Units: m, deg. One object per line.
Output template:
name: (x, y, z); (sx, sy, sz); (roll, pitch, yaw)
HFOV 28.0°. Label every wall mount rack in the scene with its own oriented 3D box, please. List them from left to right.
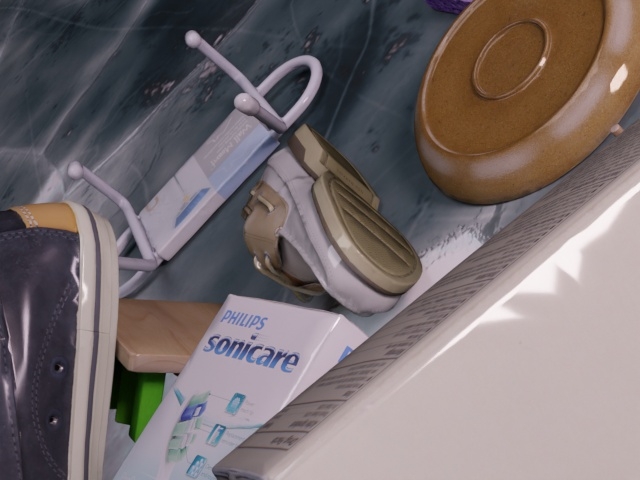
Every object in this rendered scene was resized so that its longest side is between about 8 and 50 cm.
wall mount rack: (-0.143, -0.077, 1.317); (0.350, 0.130, 0.304); (-47, 29, 6)

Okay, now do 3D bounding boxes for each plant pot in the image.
plant pot: (0.161, -0.140, 1.034); (0.236, 0.032, 0.236); (-31, 42, 32)

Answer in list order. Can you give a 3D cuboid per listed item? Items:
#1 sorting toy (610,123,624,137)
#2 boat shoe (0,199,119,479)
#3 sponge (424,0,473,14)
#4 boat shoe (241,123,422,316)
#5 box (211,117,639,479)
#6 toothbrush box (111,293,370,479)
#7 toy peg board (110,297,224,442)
sorting toy: (0.238, -0.051, 0.841); (0.132, 0.046, 0.274); (-34, 32, 27)
boat shoe: (-0.250, 0.209, 0.955); (0.187, 0.156, 0.500); (-19, 67, 58)
sponge: (0.180, -0.256, 1.185); (0.117, 0.031, 0.210); (-52, 29, -3)
boat shoe: (0.000, 0.000, 1.058); (0.103, 0.113, 0.302); (-46, 18, 9)
box: (0.114, 0.051, 0.560); (0.311, 0.121, 0.148); (-38, 2, -14)
toothbrush box: (-0.025, 0.211, 0.715); (0.126, 0.216, 0.295); (7, 62, 57)
toy peg board: (-0.108, 0.108, 1.057); (0.161, 0.161, 0.079); (29, 112, 61)
